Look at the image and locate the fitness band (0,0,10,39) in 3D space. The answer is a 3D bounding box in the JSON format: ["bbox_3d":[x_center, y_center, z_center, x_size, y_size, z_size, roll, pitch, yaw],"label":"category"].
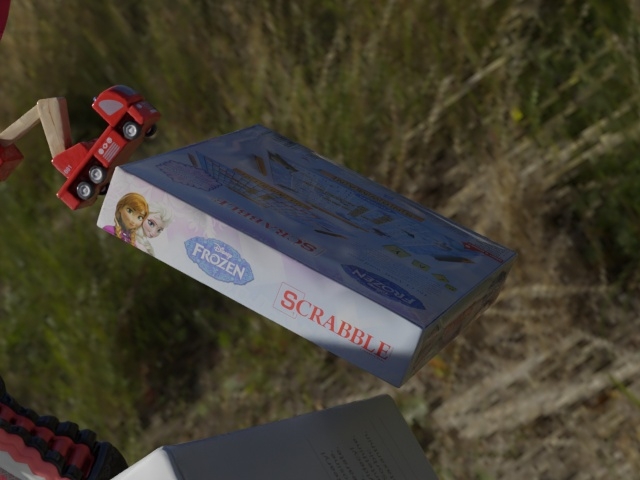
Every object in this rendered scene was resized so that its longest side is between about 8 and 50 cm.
[{"bbox_3d":[-0.366,-0.164,1.183,0.054,0.209,0.291,22,42,36],"label":"fitness band"}]

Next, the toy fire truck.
[{"bbox_3d":[-0.275,-0.108,1.606,0.192,0.135,0.047,-50,-8,19],"label":"toy fire truck"}]

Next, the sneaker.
[{"bbox_3d":[-0.351,0.217,1.516,0.136,0.314,0.116,-51,8,22],"label":"sneaker"}]

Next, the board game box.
[{"bbox_3d":[0.000,0.000,1.428,0.318,0.318,0.066,-26,-39,-65],"label":"board game box"}]

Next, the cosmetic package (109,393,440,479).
[{"bbox_3d":[-0.063,0.362,1.259,0.329,0.327,0.393,-36,-15,23],"label":"cosmetic package"}]
